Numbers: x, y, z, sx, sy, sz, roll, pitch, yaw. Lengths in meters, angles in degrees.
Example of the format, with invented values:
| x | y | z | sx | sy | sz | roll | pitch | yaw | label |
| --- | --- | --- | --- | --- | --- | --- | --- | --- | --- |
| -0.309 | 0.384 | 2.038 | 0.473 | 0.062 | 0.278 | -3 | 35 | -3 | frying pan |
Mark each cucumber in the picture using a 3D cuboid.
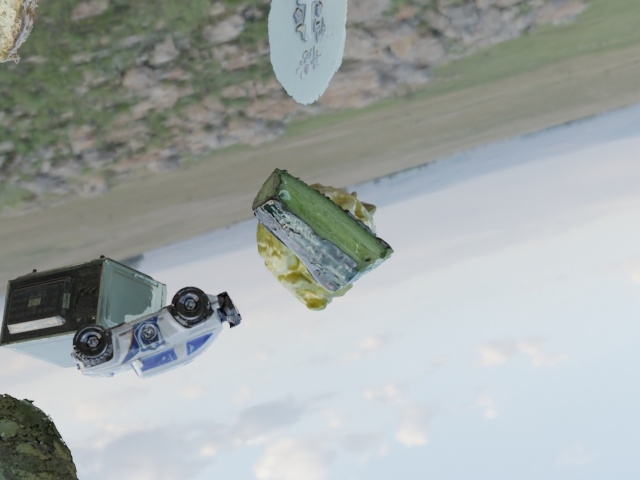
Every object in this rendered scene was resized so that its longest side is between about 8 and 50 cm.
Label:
| x | y | z | sx | sy | sz | roll | pitch | yaw | label |
| --- | --- | --- | --- | --- | --- | --- | --- | --- | --- |
| 0.000 | 0.000 | 1.220 | 0.086 | 0.193 | 0.115 | -37 | -157 | 24 | cucumber |

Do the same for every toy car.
| x | y | z | sx | sy | sz | roll | pitch | yaw | label |
| --- | --- | --- | --- | --- | --- | --- | --- | --- | --- |
| -0.164 | 0.098 | 1.010 | 0.171 | 0.070 | 0.080 | -20 | 173 | -10 | toy car |

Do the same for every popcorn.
| x | y | z | sx | sy | sz | roll | pitch | yaw | label |
| --- | --- | --- | --- | --- | --- | --- | --- | --- | --- |
| -0.003 | -0.004 | 1.519 | 0.185 | 0.167 | 0.187 | -31 | -161 | 11 | popcorn |

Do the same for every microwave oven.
| x | y | z | sx | sy | sz | roll | pitch | yaw | label |
| --- | --- | --- | --- | --- | --- | --- | --- | --- | --- |
| -0.359 | 0.108 | 1.521 | 0.205 | 0.129 | 0.163 | -11 | 154 | 28 | microwave oven |

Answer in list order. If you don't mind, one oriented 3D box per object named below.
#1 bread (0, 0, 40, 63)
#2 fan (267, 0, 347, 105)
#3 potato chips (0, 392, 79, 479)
| x | y | z | sx | sy | sz | roll | pitch | yaw | label |
| --- | --- | --- | --- | --- | --- | --- | --- | --- | --- |
| -0.417 | -0.415 | 1.232 | 0.207 | 0.279 | 0.279 | 19 | 130 | -15 | bread |
| -0.015 | -0.386 | 1.375 | 0.012 | 0.414 | 0.233 | 11 | -150 | 25 | fan |
| -0.388 | 0.279 | 1.218 | 0.220 | 0.202 | 0.029 | -83 | -161 | -54 | potato chips |
